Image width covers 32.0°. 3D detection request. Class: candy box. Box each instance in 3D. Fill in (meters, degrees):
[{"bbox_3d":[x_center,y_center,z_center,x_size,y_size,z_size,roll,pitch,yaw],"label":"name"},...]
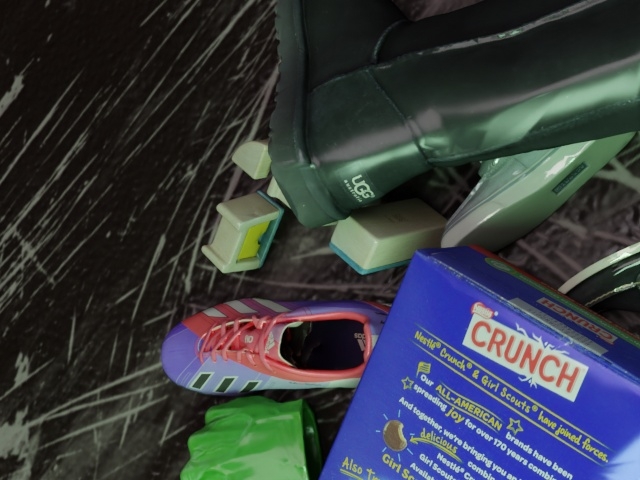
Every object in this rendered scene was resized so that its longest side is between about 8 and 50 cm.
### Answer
[{"bbox_3d":[0.157,0.200,0.989,0.268,0.122,0.317,33,113,29],"label":"candy box"}]

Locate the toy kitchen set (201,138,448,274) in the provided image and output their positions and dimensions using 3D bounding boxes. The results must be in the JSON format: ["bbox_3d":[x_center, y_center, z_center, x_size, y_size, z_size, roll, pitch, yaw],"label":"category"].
[{"bbox_3d":[0.000,0.000,1.173,0.207,0.122,0.166,41,124,31],"label":"toy kitchen set"}]

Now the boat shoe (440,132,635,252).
[{"bbox_3d":[0.198,-0.071,1.079,0.227,0.079,0.081,-41,58,11],"label":"boat shoe"}]

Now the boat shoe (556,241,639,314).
[{"bbox_3d":[0.310,0.034,0.987,0.233,0.084,0.079,-24,70,21],"label":"boat shoe"}]

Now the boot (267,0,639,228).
[{"bbox_3d":[0.182,-0.213,1.036,0.445,0.146,0.367,-19,47,22],"label":"boot"}]

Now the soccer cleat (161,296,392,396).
[{"bbox_3d":[-0.050,0.107,1.158,0.318,0.116,0.108,-4,80,29],"label":"soccer cleat"}]

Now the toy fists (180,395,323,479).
[{"bbox_3d":[-0.063,0.299,1.147,0.142,0.096,0.279,-11,76,12],"label":"toy fists"}]
